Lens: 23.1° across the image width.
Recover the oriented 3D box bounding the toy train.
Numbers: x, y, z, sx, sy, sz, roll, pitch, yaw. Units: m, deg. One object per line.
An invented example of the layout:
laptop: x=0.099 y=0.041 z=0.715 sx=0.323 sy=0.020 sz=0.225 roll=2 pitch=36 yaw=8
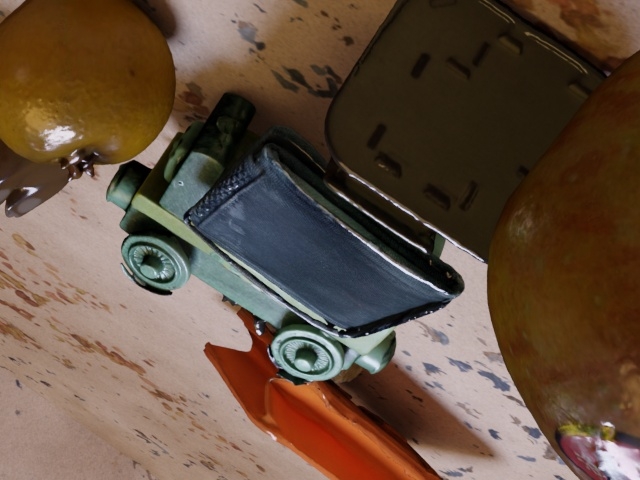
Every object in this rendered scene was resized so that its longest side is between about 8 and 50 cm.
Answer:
toy train: x=-0.054 y=0.001 z=1.819 sx=0.397 sy=0.160 sz=0.253 roll=33 pitch=140 yaw=-6

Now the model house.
model house: x=0.101 y=-0.086 z=1.429 sx=0.218 sy=0.205 sz=0.278 roll=35 pitch=167 yaw=-6

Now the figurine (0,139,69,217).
figurine: x=-0.365 y=-0.150 z=1.896 sx=0.247 sy=0.177 sz=0.173 roll=-41 pitch=69 yaw=34

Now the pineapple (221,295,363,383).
pineapple: x=-0.040 y=0.099 z=2.148 sx=0.237 sy=0.111 sz=0.119 roll=29 pitch=130 yaw=20

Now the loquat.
loquat: x=-0.261 y=-0.171 z=1.670 sx=0.208 sy=0.208 sz=0.208 roll=26 pitch=159 yaw=11

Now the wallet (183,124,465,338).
wallet: x=0.000 y=0.000 z=1.575 sx=0.237 sy=0.075 sz=0.342 roll=39 pitch=161 yaw=-7

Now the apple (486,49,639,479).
apple: x=0.316 y=0.039 z=1.133 sx=0.400 sy=0.400 sz=0.333 roll=34 pitch=169 yaw=-10

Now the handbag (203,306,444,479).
handbag: x=0.032 y=0.286 z=2.350 sx=0.410 sy=0.116 sz=0.303 roll=42 pitch=180 yaw=-29
